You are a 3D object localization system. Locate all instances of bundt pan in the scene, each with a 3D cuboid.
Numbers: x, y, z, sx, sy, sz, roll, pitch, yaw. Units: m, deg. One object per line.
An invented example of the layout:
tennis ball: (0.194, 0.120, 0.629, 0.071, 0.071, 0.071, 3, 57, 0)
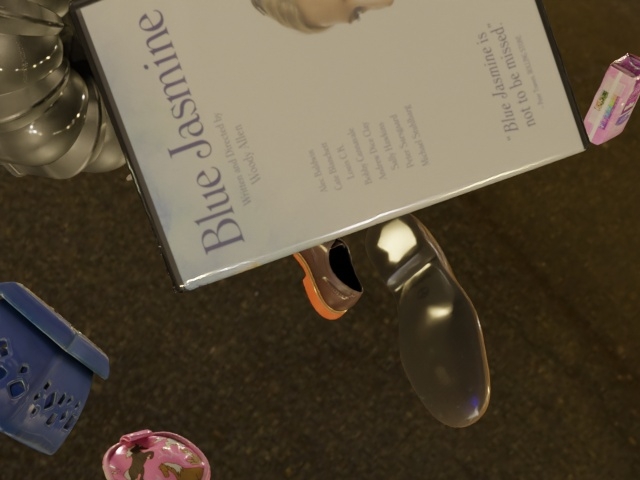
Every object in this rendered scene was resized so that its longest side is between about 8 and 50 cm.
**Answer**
bundt pan: (-0.238, -0.209, 1.064, 0.124, 0.331, 0.331, 21, 27, 39)

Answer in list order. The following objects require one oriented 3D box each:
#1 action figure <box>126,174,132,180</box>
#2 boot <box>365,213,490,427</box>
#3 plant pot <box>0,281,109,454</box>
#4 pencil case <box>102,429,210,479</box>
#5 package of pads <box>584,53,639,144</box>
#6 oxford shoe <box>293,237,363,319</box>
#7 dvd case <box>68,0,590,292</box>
action figure: (-0.306, -0.267, 1.658, 0.341, 0.178, 0.330, 5, 73, -48)
boot: (0.156, 0.099, 1.341, 0.115, 0.112, 0.305, 31, 33, -46)
plant pot: (-0.534, 0.223, 1.953, 0.236, 0.236, 0.212, 36, 77, 21)
pencil case: (-0.260, 0.464, 1.614, 0.167, 0.386, 0.160, 17, 33, 6)
package of pads: (0.291, -0.139, 1.060, 0.032, 0.083, 0.050, 35, 40, 23)
oxford shoe: (0.000, 0.000, 1.920, 0.097, 0.098, 0.271, -13, 71, -46)
dvd case: (0.003, -0.094, 0.609, 0.022, 0.253, 0.180, -60, 130, -80)
